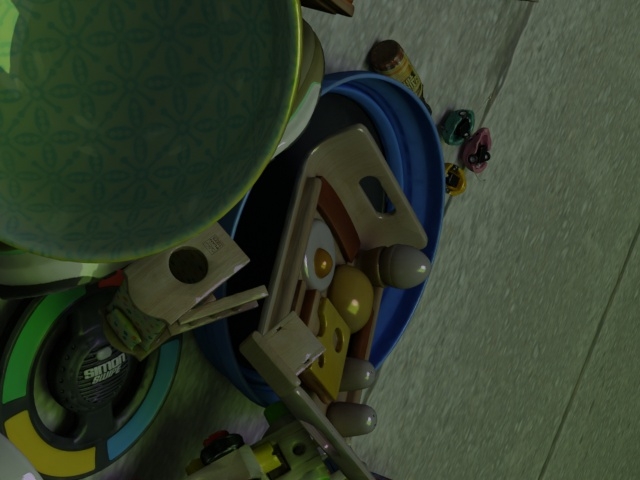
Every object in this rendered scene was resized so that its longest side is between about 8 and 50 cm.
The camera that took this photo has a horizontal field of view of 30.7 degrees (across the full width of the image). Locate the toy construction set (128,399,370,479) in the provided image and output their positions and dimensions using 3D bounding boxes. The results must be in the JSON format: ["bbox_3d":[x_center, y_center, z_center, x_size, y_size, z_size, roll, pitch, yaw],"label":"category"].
[{"bbox_3d":[-0.104,0.298,1.241,0.328,0.151,0.215,-42,156,-10],"label":"toy construction set"}]

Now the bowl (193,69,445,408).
[{"bbox_3d":[0.000,0.000,1.309,0.391,0.077,0.391,-26,125,-45],"label":"bowl"}]

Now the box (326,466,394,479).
[{"bbox_3d":[0.049,0.372,1.484,0.300,0.142,0.154,33,78,-53],"label":"box"}]

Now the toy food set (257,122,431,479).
[{"bbox_3d":[0.040,0.068,1.182,0.219,0.092,0.306,56,38,-48],"label":"toy food set"}]

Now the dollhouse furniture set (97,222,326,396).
[{"bbox_3d":[-0.107,0.093,1.004,0.101,0.161,0.182,-39,176,-30],"label":"dollhouse furniture set"}]

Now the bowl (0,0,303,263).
[{"bbox_3d":[-0.142,-0.140,0.812,0.156,0.290,0.289,-54,154,-76],"label":"bowl"}]

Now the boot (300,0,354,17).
[{"bbox_3d":[-0.024,-0.343,1.034,0.283,0.109,0.220,30,80,-46],"label":"boot"}]

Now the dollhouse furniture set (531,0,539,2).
[{"bbox_3d":[0.259,-0.349,1.508,0.152,0.059,0.076,-5,109,-52],"label":"dollhouse furniture set"}]

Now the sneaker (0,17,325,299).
[{"bbox_3d":[-0.146,-0.125,1.014,0.410,0.158,0.182,-45,126,-37],"label":"sneaker"}]

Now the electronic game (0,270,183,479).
[{"bbox_3d":[-0.216,0.119,1.100,0.229,0.048,0.229,-26,125,-44],"label":"electronic game"}]

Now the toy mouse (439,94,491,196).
[{"bbox_3d":[0.188,-0.128,1.537,0.161,0.031,0.143,18,91,-55],"label":"toy mouse"}]

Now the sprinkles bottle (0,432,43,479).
[{"bbox_3d":[-0.374,0.293,0.906,0.355,0.121,0.121,-41,135,-35],"label":"sprinkles bottle"}]

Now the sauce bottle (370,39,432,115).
[{"bbox_3d":[0.100,-0.186,1.386,0.042,0.042,0.128,-61,142,-14],"label":"sauce bottle"}]
